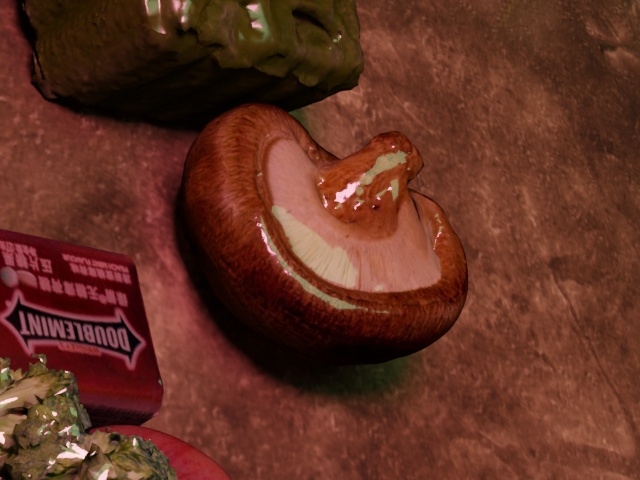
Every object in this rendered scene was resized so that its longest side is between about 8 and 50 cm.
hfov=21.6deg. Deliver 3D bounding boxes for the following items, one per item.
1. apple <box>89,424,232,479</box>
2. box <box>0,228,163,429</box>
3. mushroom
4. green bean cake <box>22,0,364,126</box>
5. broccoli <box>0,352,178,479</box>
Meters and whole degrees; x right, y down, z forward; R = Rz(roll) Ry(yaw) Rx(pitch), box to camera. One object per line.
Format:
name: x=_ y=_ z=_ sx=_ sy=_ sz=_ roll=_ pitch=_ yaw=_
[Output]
apple: x=-0.108 y=0.178 z=0.920 sx=0.153 sy=0.153 sz=0.120 roll=64 pitch=1 yaw=13
box: x=-0.201 y=0.049 z=0.985 sx=0.224 sy=0.069 sz=0.120 roll=16 pitch=50 yaw=-45
mushroom: x=-0.008 y=0.007 z=1.214 sx=0.231 sy=0.138 sz=0.194 roll=36 pitch=52 yaw=-11
green bean cake: x=-0.094 y=-0.218 z=1.238 sx=0.250 sy=0.156 sz=0.247 roll=5 pitch=69 yaw=-50
broccoli: x=-0.176 y=0.165 z=0.732 sx=0.270 sy=0.270 sz=0.270 roll=39 pitch=35 yaw=-45
